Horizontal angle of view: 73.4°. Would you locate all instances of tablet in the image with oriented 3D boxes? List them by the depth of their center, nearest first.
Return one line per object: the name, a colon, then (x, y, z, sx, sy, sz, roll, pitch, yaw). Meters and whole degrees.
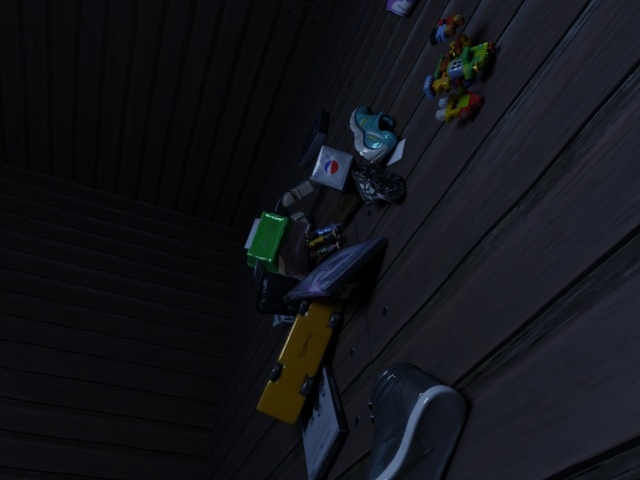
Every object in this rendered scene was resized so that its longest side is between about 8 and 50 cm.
tablet: (0.192, -0.224, 1.096, 0.083, 0.006, 0.054, 168, 117, -72)

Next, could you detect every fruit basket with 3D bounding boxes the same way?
fruit basket: (-0.192, 0.034, 1.775, 0.353, 0.165, 0.328, 85, -158, -75)

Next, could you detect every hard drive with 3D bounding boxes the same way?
hard drive: (-0.029, -0.473, 2.008, 0.255, 0.054, 0.172, 131, 151, -56)

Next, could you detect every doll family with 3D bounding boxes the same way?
doll family: (0.000, 0.000, 1.291, 0.193, 0.111, 0.076, -55, -58, -78)

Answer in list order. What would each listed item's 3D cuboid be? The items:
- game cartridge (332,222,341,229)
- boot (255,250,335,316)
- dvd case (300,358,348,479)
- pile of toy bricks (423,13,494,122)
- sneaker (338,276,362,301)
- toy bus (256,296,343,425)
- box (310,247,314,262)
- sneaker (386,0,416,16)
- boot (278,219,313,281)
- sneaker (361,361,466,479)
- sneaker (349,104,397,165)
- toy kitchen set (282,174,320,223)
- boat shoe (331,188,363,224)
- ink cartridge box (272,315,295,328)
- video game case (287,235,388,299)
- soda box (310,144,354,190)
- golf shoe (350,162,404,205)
game cartridge: (0.056, -0.068, 1.390, 0.056, 0.017, 0.084, 146, 138, -71)
boot: (-0.068, 0.124, 1.270, 0.094, 0.207, 0.247, -120, 49, -69)
dvd case: (0.001, 0.437, 1.049, 0.239, 0.029, 0.180, -111, 40, -65)
pile of toy bricks: (0.270, -0.336, 0.801, 0.105, 0.118, 0.213, -3, 58, 40)
sneaker: (0.080, 0.123, 1.093, 0.109, 0.040, 0.044, 125, 140, -57)
toy bus: (-0.052, 0.303, 1.135, 0.130, 0.108, 0.333, 112, -178, -73)
box: (-0.060, 0.027, 1.644, 0.179, 0.043, 0.105, -172, 98, -72)
sneaker: (0.245, -0.795, 1.316, 0.161, 0.102, 0.282, 121, 159, -50)
boot: (-0.066, 0.039, 1.488, 0.248, 0.090, 0.207, 19, 93, 56)
sneaker: (0.111, 0.326, 0.667, 0.296, 0.104, 0.147, -66, 15, 6)
sneaker: (0.155, -0.305, 1.189, 0.110, 0.107, 0.275, -39, 32, 24)
toy kitchen set: (-0.034, -0.150, 1.663, 0.207, 0.166, 0.122, -33, 14, -9)
boat shoe: (0.083, -0.096, 1.266, 0.152, 0.049, 0.056, -46, 57, 48)
ink cartridge box: (-0.119, 0.213, 1.650, 0.224, 0.045, 0.224, 136, 147, -60)
video game case: (0.033, 0.075, 1.083, 0.196, 0.026, 0.274, -40, 8, -23)
soda box: (0.047, -0.193, 1.231, 0.286, 0.091, 0.098, -23, -47, -82)
golf shoe: (0.148, -0.122, 1.058, 0.198, 0.077, 0.094, -129, 22, -56)
